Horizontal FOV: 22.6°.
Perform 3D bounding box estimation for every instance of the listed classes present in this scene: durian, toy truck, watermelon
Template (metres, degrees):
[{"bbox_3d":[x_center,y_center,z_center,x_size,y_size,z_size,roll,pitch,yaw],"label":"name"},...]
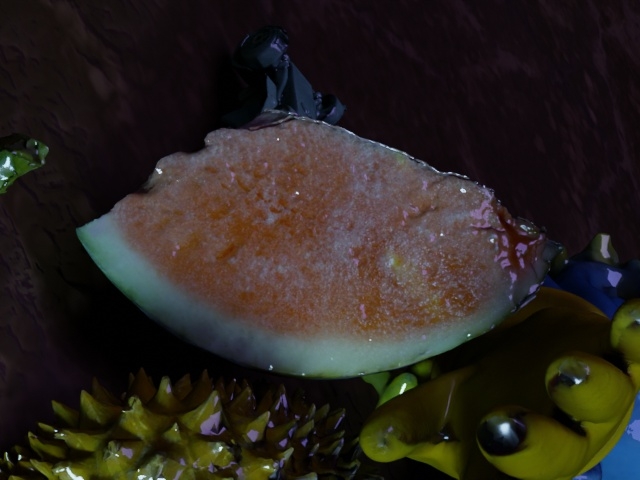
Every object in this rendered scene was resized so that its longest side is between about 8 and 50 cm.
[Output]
[{"bbox_3d":[-0.036,0.147,0.749,0.249,0.138,0.183,14,49,-62],"label":"durian"},{"bbox_3d":[-0.030,-0.061,0.977,0.080,0.078,0.154,49,16,-29],"label":"toy truck"},{"bbox_3d":[-0.008,0.018,0.850,0.231,0.146,0.128,22,80,-2],"label":"watermelon"}]

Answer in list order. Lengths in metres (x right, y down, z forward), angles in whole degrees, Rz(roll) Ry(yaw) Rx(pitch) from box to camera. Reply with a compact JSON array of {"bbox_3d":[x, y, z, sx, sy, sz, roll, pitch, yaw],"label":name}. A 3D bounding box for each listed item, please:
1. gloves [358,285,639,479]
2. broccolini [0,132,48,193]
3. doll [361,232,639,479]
[{"bbox_3d":[0.104,0.075,0.787,0.116,0.133,0.294,34,2,8],"label":"gloves"},{"bbox_3d":[-0.194,-0.008,0.539,0.058,0.201,0.074,64,2,-64],"label":"broccolini"},{"bbox_3d":[0.212,0.082,1.067,0.346,0.099,0.341,29,34,10],"label":"doll"}]
